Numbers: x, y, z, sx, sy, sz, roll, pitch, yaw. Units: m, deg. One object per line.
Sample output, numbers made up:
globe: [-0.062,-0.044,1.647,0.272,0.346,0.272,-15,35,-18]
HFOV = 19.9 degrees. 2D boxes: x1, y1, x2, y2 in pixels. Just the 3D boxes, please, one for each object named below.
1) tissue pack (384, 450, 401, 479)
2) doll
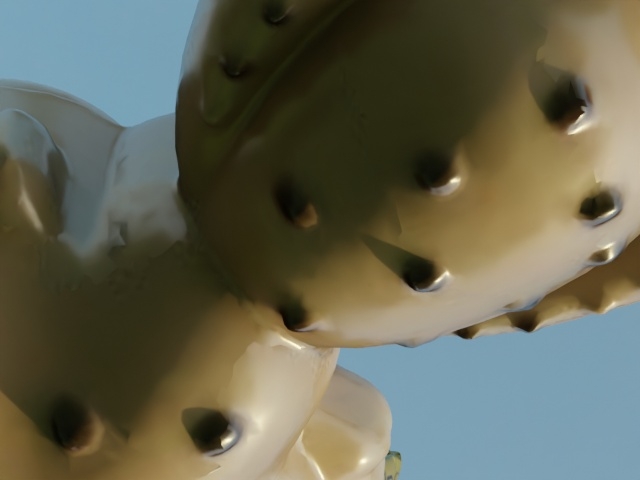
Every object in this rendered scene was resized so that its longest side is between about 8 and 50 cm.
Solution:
tissue pack: [-0.026,0.180,0.936,0.082,0.120,0.169,16,-85,24]
doll: [-0.001,-0.002,0.394,0.278,0.119,0.154,-29,-58,21]
